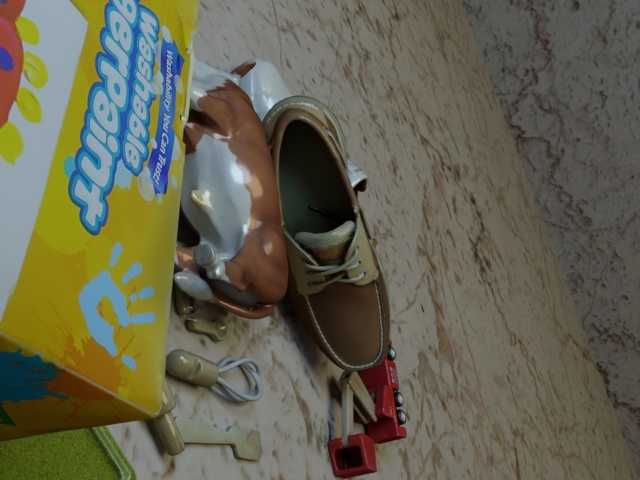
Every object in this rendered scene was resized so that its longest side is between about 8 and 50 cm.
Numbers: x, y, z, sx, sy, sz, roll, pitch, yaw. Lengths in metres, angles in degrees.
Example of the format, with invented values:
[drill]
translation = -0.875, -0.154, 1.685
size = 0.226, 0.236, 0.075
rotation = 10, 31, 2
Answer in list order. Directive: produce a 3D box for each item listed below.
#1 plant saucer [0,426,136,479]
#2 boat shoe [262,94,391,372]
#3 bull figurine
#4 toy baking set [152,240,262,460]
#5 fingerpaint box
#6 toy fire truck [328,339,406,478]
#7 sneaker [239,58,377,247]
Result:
[plant saucer]
translation = -0.204, 0.157, 0.597
size = 0.188, 0.045, 0.188
rotation = 63, 26, -17
[boat shoe]
translation = 0.000, 0.000, 0.982
size = 0.120, 0.123, 0.324
rotation = -94, 166, -79
[bull figurine]
translation = -0.108, -0.074, 0.871
size = 0.188, 0.101, 0.310
rotation = 12, 58, -62
[toy baking set]
translation = -0.117, 0.109, 0.823
size = 0.197, 0.030, 0.256
rotation = -25, 96, -65
[fingerpaint box]
translation = -0.227, -0.164, 0.443
size = 0.371, 0.163, 0.445
rotation = 46, 37, -52
[toy fire truck]
translation = 0.055, 0.201, 1.091
size = 0.135, 0.047, 0.192
rotation = 30, 46, -53
[sneaker]
translation = -0.006, -0.103, 1.091
size = 0.106, 0.123, 0.290
rotation = -25, 94, -63
